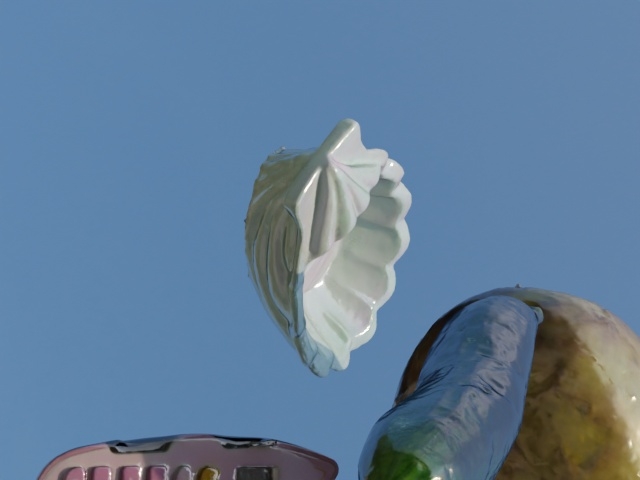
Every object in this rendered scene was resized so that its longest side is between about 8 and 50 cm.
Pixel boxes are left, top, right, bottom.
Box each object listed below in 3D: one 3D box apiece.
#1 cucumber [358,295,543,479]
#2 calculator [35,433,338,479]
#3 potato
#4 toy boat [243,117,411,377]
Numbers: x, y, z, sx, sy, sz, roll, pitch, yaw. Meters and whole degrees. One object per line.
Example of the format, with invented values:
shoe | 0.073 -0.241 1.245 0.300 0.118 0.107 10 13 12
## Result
cucumber | 0.061 0.069 0.714 0.056 0.284 0.056 3 -79 14
calculator | -0.122 0.258 1.414 0.043 0.294 0.194 4 -89 60
potato | 0.167 0.172 1.473 0.237 0.301 0.289 35 -78 -14
toy boat | 0.000 0.000 1.548 0.100 0.199 0.290 23 -28 20
